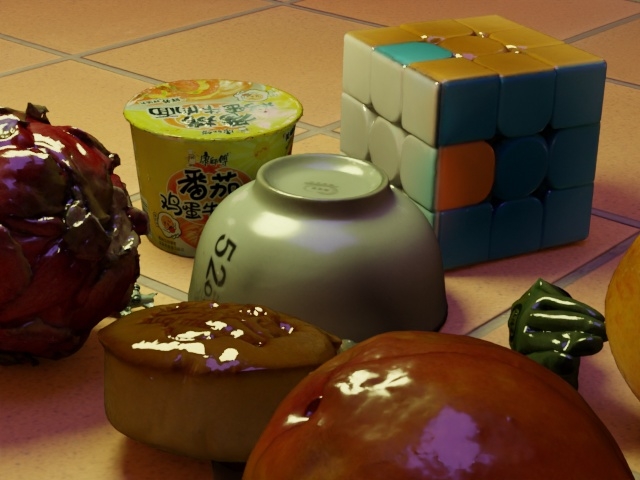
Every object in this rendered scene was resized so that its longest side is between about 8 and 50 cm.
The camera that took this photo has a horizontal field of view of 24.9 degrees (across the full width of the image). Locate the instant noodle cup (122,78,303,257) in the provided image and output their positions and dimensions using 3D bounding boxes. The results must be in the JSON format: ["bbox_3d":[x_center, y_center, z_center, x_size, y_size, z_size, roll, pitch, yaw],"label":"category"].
[{"bbox_3d":[-0.154,-0.102,2.112,0.264,0.200,0.264,1,24,-1],"label":"instant noodle cup"}]

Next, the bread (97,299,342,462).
[{"bbox_3d":[-0.107,0.144,1.563,0.269,0.148,0.270,4,8,-1],"label":"bread"}]

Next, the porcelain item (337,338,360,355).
[{"bbox_3d":[0.125,0.150,1.714,0.215,0.069,0.081,-4,34,-16],"label":"porcelain item"}]

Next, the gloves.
[{"bbox_3d":[0.279,0.114,1.747,0.107,0.135,0.268,-12,7,0],"label":"gloves"}]

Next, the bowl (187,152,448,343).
[{"bbox_3d":[0.000,0.000,1.907,0.353,0.185,0.354,2,23,-1],"label":"bowl"}]

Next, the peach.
[{"bbox_3d":[0.090,0.230,1.190,0.342,0.302,0.343,-33,12,8],"label":"peach"}]

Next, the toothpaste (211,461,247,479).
[{"bbox_3d":[-0.073,0.261,1.460,0.075,0.048,0.301,-20,16,0],"label":"toothpaste"}]

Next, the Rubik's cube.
[{"bbox_3d":[0.216,-0.154,2.155,0.291,0.290,0.291,-11,27,-26],"label":"Rubik's cube"}]

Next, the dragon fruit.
[{"bbox_3d":[-0.373,-0.004,1.734,0.329,0.329,0.329,2,23,-1],"label":"dragon fruit"}]

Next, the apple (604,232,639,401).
[{"bbox_3d":[0.465,0.090,1.579,0.299,0.299,0.275,-19,53,-40],"label":"apple"}]

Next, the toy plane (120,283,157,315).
[{"bbox_3d":[-0.253,0.079,1.892,0.083,0.033,0.080,-2,38,-8],"label":"toy plane"}]
